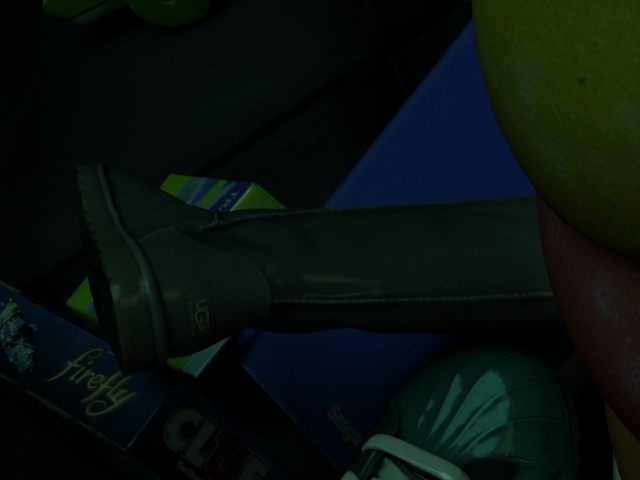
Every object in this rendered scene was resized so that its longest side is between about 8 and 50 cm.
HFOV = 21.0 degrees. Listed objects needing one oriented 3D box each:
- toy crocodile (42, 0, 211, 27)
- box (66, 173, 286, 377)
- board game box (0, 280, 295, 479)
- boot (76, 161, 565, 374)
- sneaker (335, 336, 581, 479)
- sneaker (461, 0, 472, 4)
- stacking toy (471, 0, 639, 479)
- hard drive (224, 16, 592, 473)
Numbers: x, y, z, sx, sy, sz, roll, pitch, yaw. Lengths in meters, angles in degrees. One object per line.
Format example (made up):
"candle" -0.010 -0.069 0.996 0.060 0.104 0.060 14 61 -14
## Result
"toy crocodile" -0.064 -0.240 1.210 0.340 0.105 0.115 -16 45 31
"box" -0.080 0.017 0.992 0.109 0.042 0.178 -52 19 -11
"board game box" -0.102 0.093 0.881 0.243 0.165 0.042 21 70 49
"boot" 0.000 0.002 0.785 0.208 0.076 0.190 -12 26 -12
"sneaker" 0.008 0.166 0.716 0.108 0.121 0.302 21 79 38
"sneaker" 0.104 -0.171 1.015 0.071 0.083 0.190 -44 39 -5
"stacking toy" 0.168 -0.064 0.533 0.350 0.480 0.351 -23 42 23
"hard drive" 0.099 -0.021 0.874 0.319 0.040 0.210 -52 38 2
